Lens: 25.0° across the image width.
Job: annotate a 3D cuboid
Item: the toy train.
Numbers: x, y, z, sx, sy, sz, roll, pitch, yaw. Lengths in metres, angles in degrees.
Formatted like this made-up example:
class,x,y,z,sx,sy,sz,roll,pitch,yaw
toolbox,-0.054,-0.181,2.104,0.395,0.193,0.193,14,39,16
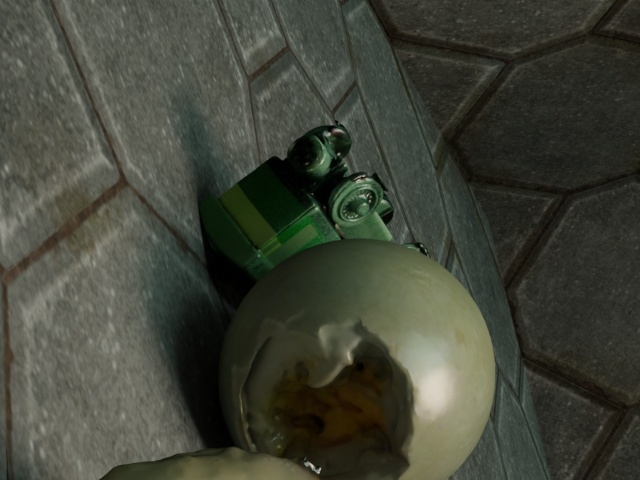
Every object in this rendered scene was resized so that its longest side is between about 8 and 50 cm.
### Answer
class,x,y,z,sx,sy,sz,roll,pitch,yaw
toy train,0.000,0.000,1.684,0.120,0.202,0.301,52,0,35

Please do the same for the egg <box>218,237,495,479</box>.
class,x,y,z,sx,sy,sz,roll,pitch,yaw
egg,0.043,0.133,1.491,0.336,0.278,0.278,-29,101,-71

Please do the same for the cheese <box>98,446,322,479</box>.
class,x,y,z,sx,sy,sz,roll,pitch,yaw
cheese,-0.055,0.293,1.005,0.326,0.115,0.318,-16,86,-51
